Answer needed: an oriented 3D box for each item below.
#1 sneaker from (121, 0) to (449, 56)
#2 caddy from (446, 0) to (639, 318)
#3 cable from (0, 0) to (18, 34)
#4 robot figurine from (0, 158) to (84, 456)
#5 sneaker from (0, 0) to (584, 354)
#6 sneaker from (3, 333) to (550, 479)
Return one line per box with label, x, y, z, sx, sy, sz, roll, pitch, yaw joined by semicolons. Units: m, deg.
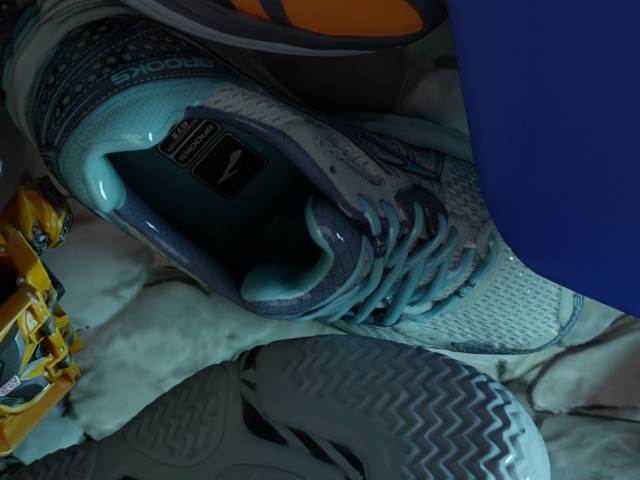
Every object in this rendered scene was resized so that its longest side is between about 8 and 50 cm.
sneaker;-0.036;-0.169;0.519;0.321;0.180;0.124;31;67;-30
caddy;0.182;-0.103;0.589;0.241;0.179;0.341;-37;130;-31
cable;-0.207;-0.116;0.602;0.150;0.047;0.184;-25;127;5
robot figurine;-0.205;0.079;0.618;0.291;0.085;0.211;-37;163;-12
sneaker;0.000;0.000;0.681;0.283;0.122;0.110;24;111;-27
sneaker;-0.030;0.174;0.737;0.366;0.137;0.210;-25;132;27
